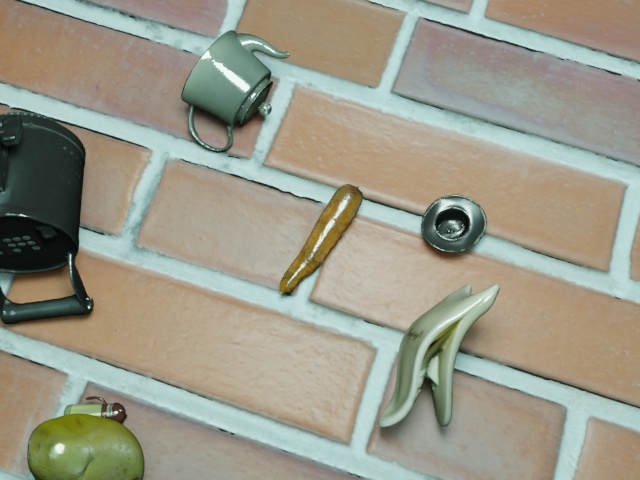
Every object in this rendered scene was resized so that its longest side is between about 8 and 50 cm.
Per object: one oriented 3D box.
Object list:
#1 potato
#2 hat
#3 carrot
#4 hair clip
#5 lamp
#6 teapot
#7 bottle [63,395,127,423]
[{"bbox_3d":[-0.383,0.356,1.187,0.157,0.194,0.157,-15,55,23],"label":"potato"},{"bbox_3d":[0.244,-0.026,1.365,0.121,0.050,0.121,-1,76,4],"label":"hat"},{"bbox_3d":[0.000,0.000,1.355,0.059,0.059,0.247,33,80,8],"label":"carrot"},{"bbox_3d":[0.190,0.192,1.258,0.113,0.172,0.281,18,87,-4],"label":"hair clip"},{"bbox_3d":[-0.514,-0.078,1.290,0.205,0.374,0.272,-7,43,4],"label":"lamp"},{"bbox_3d":[-0.159,-0.276,1.393,0.149,0.162,0.239,36,102,-3],"label":"teapot"},{"bbox_3d":[-0.385,0.303,1.275,0.101,0.047,0.063,-4,118,-6],"label":"bottle"}]
